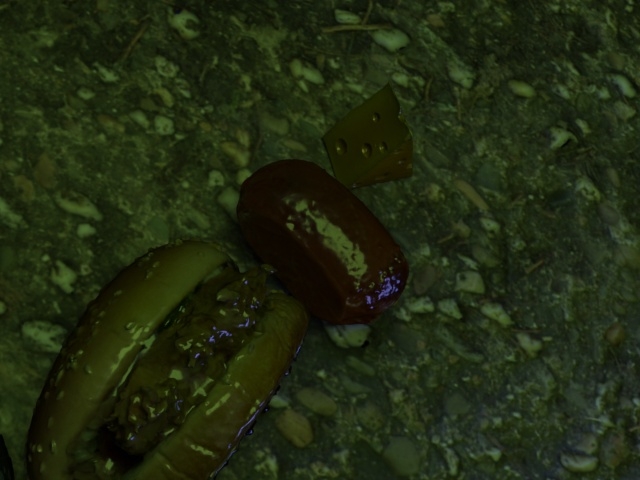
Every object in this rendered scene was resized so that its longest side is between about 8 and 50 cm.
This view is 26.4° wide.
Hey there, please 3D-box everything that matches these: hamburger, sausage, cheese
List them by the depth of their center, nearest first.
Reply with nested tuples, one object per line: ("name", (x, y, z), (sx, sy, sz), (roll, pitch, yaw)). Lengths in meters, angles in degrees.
("hamburger", (-0.185, 0.162, 1.704), (0.268, 0.287, 0.445), (37, 61, 1))
("sausage", (0.001, -0.001, 1.896), (0.268, 0.153, 0.141), (45, 50, 4))
("cheese", (0.093, -0.155, 1.979), (0.126, 0.171, 0.093), (-12, 73, -21))

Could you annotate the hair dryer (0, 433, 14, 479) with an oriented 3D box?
("hair dryer", (-0.512, 0.346, 1.656), (0.271, 0.091, 0.236), (3, 78, -3))
